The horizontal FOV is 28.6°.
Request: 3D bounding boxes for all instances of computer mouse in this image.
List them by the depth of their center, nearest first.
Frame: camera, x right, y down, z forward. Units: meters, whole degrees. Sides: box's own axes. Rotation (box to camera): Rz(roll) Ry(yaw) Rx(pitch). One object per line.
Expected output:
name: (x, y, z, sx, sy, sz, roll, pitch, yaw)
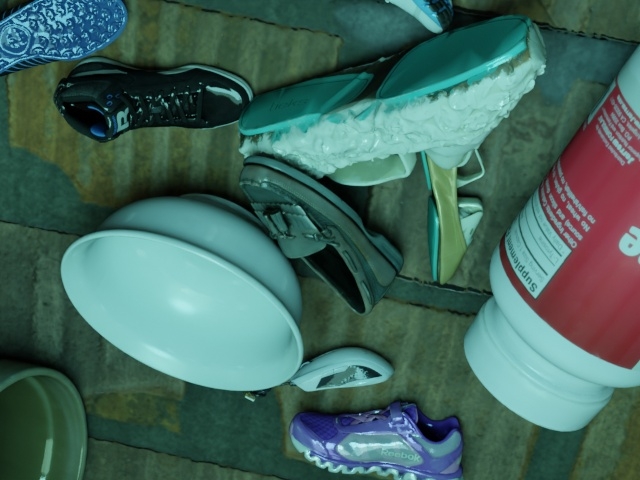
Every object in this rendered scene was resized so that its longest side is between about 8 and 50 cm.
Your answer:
computer mouse: (-0.004, 0.160, 1.577, 0.193, 0.106, 0.042, -8, 99, 3)

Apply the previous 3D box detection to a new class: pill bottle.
pill bottle: (0.326, 0.005, 1.330, 0.229, 0.229, 0.407, 28, 121, -5)

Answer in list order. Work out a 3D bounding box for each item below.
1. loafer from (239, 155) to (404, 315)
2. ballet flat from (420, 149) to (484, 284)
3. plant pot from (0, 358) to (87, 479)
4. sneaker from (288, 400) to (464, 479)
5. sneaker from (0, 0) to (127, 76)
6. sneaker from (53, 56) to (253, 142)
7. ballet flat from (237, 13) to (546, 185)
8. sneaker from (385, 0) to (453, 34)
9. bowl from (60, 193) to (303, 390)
loafer: (0.000, 0.000, 1.411, 0.096, 0.084, 0.267, 9, 160, 45)
ballet flat: (0.151, -0.054, 1.422, 0.073, 0.080, 0.232, -7, 119, 3)
plant pot: (-0.510, 0.290, 1.647, 0.280, 0.323, 0.323, 13, 122, 23)
sneaker: (0.080, 0.246, 1.605, 0.236, 0.095, 0.104, 14, 115, -2)
sneaker: (-0.332, -0.234, 1.422, 0.232, 0.090, 0.081, -19, 115, -3)
sneaker: (-0.191, -0.145, 1.412, 0.217, 0.121, 0.079, 7, 121, 8)
ballet flat: (0.086, -0.130, 1.318, 0.409, 0.147, 0.147, -8, 120, 45)
sneaker: (0.058, -0.282, 1.322, 0.190, 0.071, 0.083, 45, 125, -5)
bowl: (-0.141, 0.040, 1.475, 0.298, 0.134, 0.298, 15, 144, 11)
